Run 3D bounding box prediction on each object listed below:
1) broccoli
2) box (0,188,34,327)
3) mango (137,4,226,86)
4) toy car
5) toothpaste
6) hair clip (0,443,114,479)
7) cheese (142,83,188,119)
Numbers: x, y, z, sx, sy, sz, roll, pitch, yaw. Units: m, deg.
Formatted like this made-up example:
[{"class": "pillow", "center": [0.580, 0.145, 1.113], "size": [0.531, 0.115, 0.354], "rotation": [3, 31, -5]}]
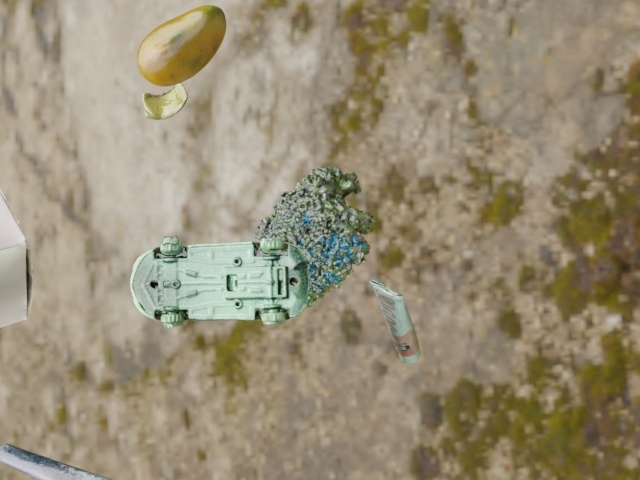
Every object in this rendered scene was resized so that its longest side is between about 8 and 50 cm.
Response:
[{"class": "broccoli", "center": [0.000, 0.000, 1.745], "size": [0.154, 0.160, 0.167], "rotation": [-14, 74, 14]}, {"class": "box", "center": [-0.495, 0.031, 1.531], "size": [0.173, 0.333, 0.145], "rotation": [55, 151, 33]}, {"class": "mango", "center": [-0.219, -0.312, 2.289], "size": [0.089, 0.163, 0.111], "rotation": [61, 179, 18]}, {"class": "toy car", "center": [-0.100, 0.040, 1.443], "size": [0.058, 0.186, 0.093], "rotation": [-8, -84, -78]}, {"class": "toothpaste", "center": [0.118, 0.122, 2.135], "size": [0.056, 0.036, 0.205], "rotation": [22, 155, 27]}, {"class": "hair clip", "center": [-0.249, 0.286, 1.641], "size": [0.083, 0.275, 0.048], "rotation": [49, -117, -83]}, {"class": "cheese", "center": [-0.266, -0.237, 2.423], "size": [0.041, 0.084, 0.060], "rotation": [72, 172, -59]}]
